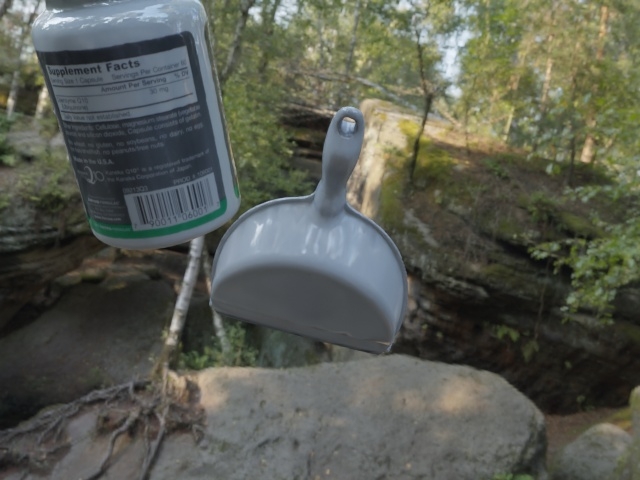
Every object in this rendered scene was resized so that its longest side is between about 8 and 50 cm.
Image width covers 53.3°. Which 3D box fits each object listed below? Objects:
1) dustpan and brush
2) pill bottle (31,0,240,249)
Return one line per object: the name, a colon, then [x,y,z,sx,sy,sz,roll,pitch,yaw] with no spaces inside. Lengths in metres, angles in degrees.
dustpan and brush: [0.000,0.000,0.417,0.148,0.060,0.211,14,-29,1]
pill bottle: [-0.226,-0.188,0.786,0.204,0.360,0.204,-6,26,3]
